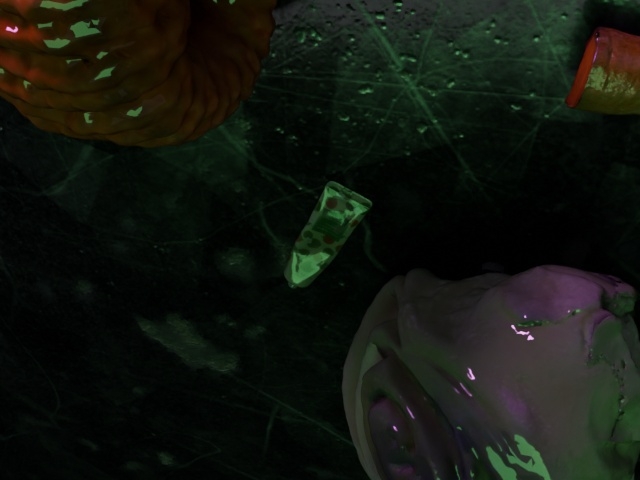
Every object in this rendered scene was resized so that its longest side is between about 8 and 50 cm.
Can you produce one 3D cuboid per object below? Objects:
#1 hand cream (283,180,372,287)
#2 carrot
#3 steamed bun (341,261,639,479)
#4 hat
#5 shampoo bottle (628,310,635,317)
[{"bbox_3d":[0.000,0.000,0.847,0.057,0.037,0.165,27,128,-8],"label":"hand cream"},{"bbox_3d":[0.318,-0.130,0.602,0.205,0.072,0.072,9,134,1],"label":"carrot"},{"bbox_3d":[0.155,0.190,0.748,0.346,0.237,0.394,41,136,18],"label":"steamed bun"},{"bbox_3d":[-0.253,-0.218,0.569,0.400,0.285,0.285,5,133,19],"label":"hat"},{"bbox_3d":[0.287,0.145,0.841,0.118,0.087,0.234,30,134,4],"label":"shampoo bottle"}]
